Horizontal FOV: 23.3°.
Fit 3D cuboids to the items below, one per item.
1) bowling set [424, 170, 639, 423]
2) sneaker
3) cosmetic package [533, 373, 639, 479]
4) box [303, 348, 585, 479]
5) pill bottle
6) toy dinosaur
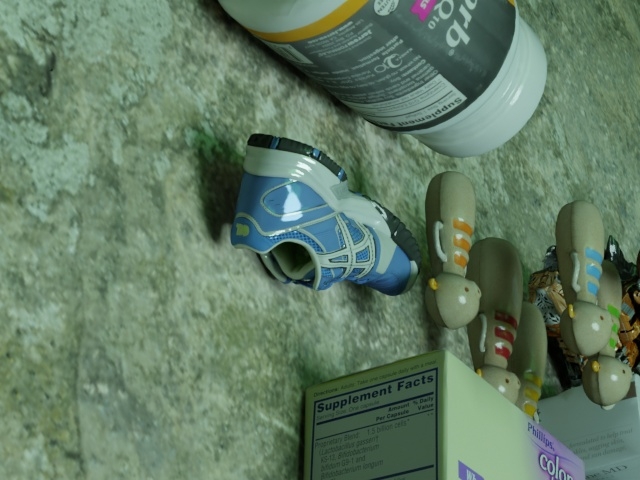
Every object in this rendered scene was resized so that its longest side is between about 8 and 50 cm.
[{"bbox_3d":[0.200,0.062,1.222,0.287,0.200,0.154,51,36,-52],"label":"bowling set"},{"bbox_3d":[0.000,0.000,1.108,0.211,0.080,0.081,35,71,-49],"label":"sneaker"},{"bbox_3d":[0.287,0.210,1.407,0.231,0.117,0.085,35,44,-45],"label":"cosmetic package"},{"bbox_3d":[0.091,0.235,1.062,0.213,0.117,0.243,39,44,-44],"label":"box"},{"bbox_3d":[0.054,-0.177,1.195,0.278,0.162,0.162,31,48,-48],"label":"pill bottle"},{"bbox_3d":[0.299,0.104,1.508,0.322,0.164,0.218,65,39,-49],"label":"toy dinosaur"}]
